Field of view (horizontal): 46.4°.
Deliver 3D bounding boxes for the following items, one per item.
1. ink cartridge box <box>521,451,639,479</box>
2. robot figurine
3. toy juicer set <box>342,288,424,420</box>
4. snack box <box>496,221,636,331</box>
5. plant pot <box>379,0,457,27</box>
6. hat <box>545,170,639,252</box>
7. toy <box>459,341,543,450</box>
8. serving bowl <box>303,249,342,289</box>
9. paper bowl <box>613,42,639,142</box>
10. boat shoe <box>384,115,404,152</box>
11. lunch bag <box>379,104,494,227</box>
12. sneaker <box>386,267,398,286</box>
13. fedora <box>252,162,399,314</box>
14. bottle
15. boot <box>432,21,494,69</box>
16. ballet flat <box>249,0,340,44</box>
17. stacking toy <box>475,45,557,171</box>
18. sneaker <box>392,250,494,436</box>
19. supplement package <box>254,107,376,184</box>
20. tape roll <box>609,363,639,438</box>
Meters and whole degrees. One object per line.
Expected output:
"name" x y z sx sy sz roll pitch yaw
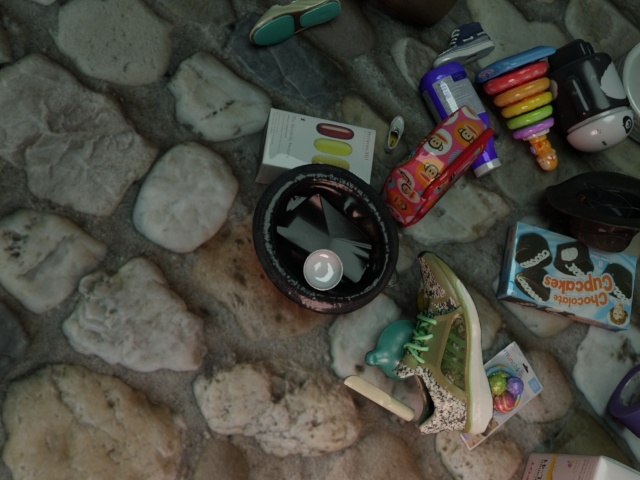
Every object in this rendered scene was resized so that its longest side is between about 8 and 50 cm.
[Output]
"ink cartridge box" 0.520 0.564 1.537 0.131 0.306 0.226 26 72 -5
"robot figurine" 0.671 -0.359 1.866 0.209 0.173 0.278 -17 83 -17
"toy juicer set" 0.206 0.273 1.666 0.329 0.089 0.209 -41 106 -21
"snack box" 0.596 0.089 1.800 0.322 0.060 0.187 16 74 -8
"plant pot" 0.224 -0.644 1.842 0.230 0.215 0.215 42 71 -15
"hat" 0.705 -0.050 1.804 0.331 0.331 0.134 -7 117 -14
"toy" 0.399 0.352 1.688 0.237 0.056 0.137 -34 96 -15
"serving bowl" 0.003 0.061 1.538 0.083 0.027 0.083 1 86 -15
"paper bowl" 0.905 -0.395 1.945 0.284 0.148 0.284 3 77 -13
"boat shoe" 0.181 -0.260 1.808 0.035 0.035 0.100 25 73 -5
"lunch bag" 0.262 -0.173 1.673 0.120 0.293 0.258 43 72 5
"sneaker" 0.133 0.028 1.705 0.065 0.076 0.166 -25 83 -16
"fedora" 0.000 0.000 1.635 0.334 0.152 0.334 1 86 -15
"bottle" 0.349 -0.292 1.823 0.118 0.092 0.283 -24 83 -16
"boot" 0.346 -0.491 1.893 0.190 0.069 0.086 -23 75 -25
"ballet flat" -0.071 -0.543 1.809 0.248 0.086 0.086 -23 82 -18
"stacking toy" 0.518 -0.311 1.853 0.165 0.175 0.302 -23 96 -16
"sneaker" 0.236 0.228 1.564 0.182 0.158 0.410 -12 90 -11
"supplement package" -0.013 -0.192 1.697 0.244 0.134 0.139 10 75 -10
"tape roll" 0.759 0.355 1.703 0.080 0.189 0.189 41 72 -1
